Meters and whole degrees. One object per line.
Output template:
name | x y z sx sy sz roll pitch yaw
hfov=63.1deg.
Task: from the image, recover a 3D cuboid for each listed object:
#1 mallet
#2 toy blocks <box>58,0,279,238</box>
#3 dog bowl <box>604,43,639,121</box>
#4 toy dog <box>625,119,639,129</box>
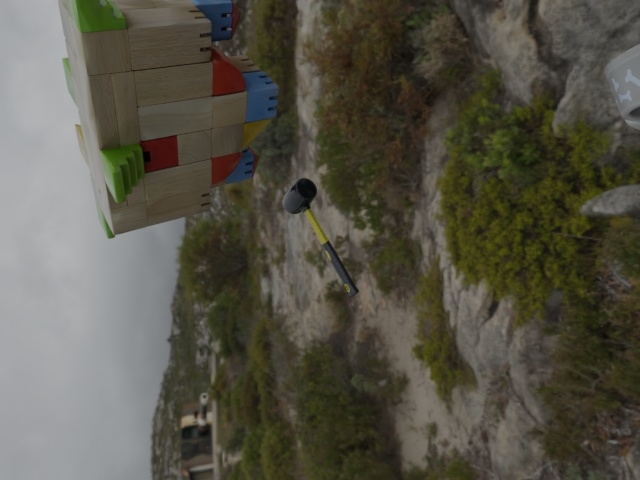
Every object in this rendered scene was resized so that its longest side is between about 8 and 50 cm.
mallet | 0.000 0.000 0.787 0.062 0.039 0.189 -25 91 60
toy blocks | -0.181 -0.175 0.710 0.191 0.261 0.381 50 145 34
dog bowl | 0.726 -0.306 0.964 0.349 0.349 0.102 165 101 -80
toy dog | 1.010 -0.310 1.373 0.161 0.334 0.220 105 163 -57
